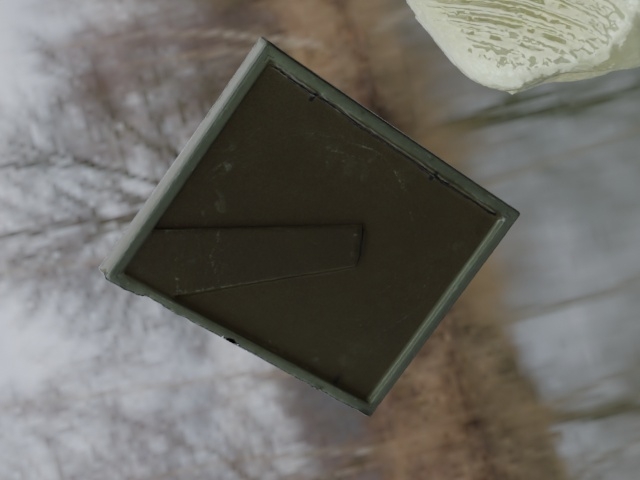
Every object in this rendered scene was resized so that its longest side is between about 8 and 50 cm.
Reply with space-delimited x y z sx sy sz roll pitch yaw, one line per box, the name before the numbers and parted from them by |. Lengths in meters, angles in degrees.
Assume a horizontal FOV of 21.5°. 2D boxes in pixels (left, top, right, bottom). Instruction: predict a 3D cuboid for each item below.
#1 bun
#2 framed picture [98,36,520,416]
bun | 0.252 -0.333 1.779 0.227 0.349 0.353 -32 -46 -51
framed picture | 0.000 0.000 1.512 0.335 0.247 0.022 30 -171 -35
